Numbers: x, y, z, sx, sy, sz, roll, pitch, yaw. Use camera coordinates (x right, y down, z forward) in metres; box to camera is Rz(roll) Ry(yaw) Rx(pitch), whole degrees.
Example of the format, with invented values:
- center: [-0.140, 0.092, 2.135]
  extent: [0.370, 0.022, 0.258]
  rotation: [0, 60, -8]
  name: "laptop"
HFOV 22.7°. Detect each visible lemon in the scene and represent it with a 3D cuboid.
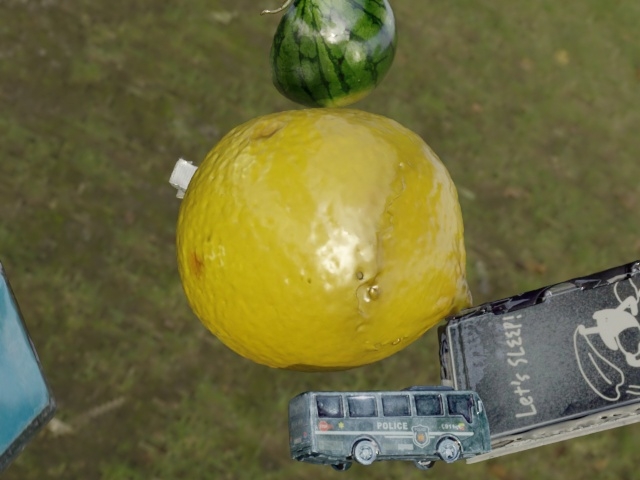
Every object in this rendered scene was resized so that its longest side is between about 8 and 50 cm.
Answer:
- center: [-0.008, 0.001, 1.345]
  extent: [0.253, 0.228, 0.228]
  rotation: [-8, 8, 25]
  name: "lemon"

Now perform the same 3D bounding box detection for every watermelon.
- center: [0.031, -0.272, 2.226]
  extent: [0.204, 0.232, 0.127]
  rotation: [-38, 59, -20]
  name: "watermelon"

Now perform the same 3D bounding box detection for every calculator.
- center: [0.242, 0.114, 1.547]
  extent: [0.028, 0.274, 0.165]
  rotation: [41, 38, -52]
  name: "calculator"

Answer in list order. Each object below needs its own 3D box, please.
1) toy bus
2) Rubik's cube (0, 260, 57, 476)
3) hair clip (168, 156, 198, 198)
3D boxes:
- center: [0.056, 0.149, 1.269]
  extent: [0.166, 0.047, 0.065]
  rotation: [2, 74, -27]
  name: "toy bus"
- center: [-0.439, 0.090, 1.235]
  extent: [0.316, 0.313, 0.318]
  rotation: [-55, 129, -65]
  name: "Rubik's cube"
- center: [-0.107, -0.053, 2.264]
  extent: [0.220, 0.140, 0.054]
  rotation: [19, -22, 7]
  name: "hair clip"
